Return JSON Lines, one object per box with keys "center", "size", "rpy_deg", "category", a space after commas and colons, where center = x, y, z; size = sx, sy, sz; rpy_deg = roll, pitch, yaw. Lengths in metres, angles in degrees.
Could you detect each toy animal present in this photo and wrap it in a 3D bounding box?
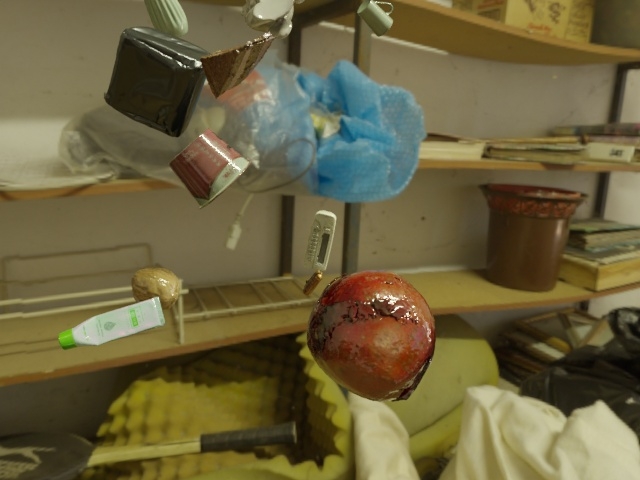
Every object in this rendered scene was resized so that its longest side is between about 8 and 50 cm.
{"center": [-0.163, -0.787, 1.824], "size": [0.206, 0.271, 0.265], "rpy_deg": [-5, -2, -8], "category": "toy animal"}

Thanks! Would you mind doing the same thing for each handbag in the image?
{"center": [-0.509, -0.510, 1.697], "size": [0.275, 0.302, 0.177], "rpy_deg": [27, 42, -9], "category": "handbag"}

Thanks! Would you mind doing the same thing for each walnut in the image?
{"center": [-0.557, 0.160, 1.835], "size": [0.167, 0.149, 0.166], "rpy_deg": [23, -26, 12], "category": "walnut"}

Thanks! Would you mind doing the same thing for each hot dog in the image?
{"center": [-0.028, 0.142, 1.823], "size": [0.037, 0.122, 0.049], "rpy_deg": [23, 37, -15], "category": "hot dog"}

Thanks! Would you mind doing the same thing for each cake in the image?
{"center": [-0.223, -0.473, 1.407], "size": [0.116, 0.112, 0.295], "rpy_deg": [-36, 14, -26], "category": "cake"}

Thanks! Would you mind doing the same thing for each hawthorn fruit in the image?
{"center": [0.122, 0.212, 1.209], "size": [0.316, 0.315, 0.316], "rpy_deg": [2, 12, 0], "category": "hawthorn fruit"}

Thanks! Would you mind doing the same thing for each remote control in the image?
{"center": [0.000, 0.001, 2.031], "size": [0.090, 0.230, 0.049], "rpy_deg": [14, 21, 2], "category": "remote control"}

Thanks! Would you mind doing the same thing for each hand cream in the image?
{"center": [-0.572, 0.237, 1.496], "size": [0.275, 0.079, 0.050], "rpy_deg": [-17, 13, -8], "category": "hand cream"}

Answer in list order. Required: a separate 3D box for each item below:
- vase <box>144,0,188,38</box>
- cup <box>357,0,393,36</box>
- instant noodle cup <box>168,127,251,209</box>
{"center": [-0.590, -0.877, 2.013], "size": [0.128, 0.248, 0.128], "rpy_deg": [-13, 39, 11], "category": "vase"}
{"center": [0.146, -0.575, 1.380], "size": [0.083, 0.075, 0.054], "rpy_deg": [36, 35, -30], "category": "cup"}
{"center": [-0.367, -0.241, 1.764], "size": [0.235, 0.178, 0.235], "rpy_deg": [-39, 15, 13], "category": "instant noodle cup"}
